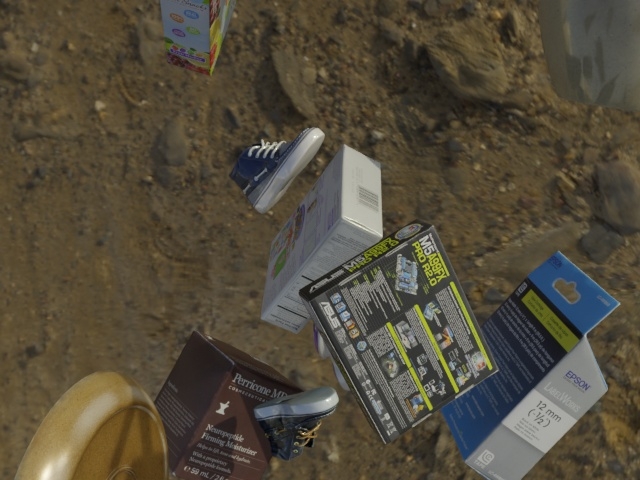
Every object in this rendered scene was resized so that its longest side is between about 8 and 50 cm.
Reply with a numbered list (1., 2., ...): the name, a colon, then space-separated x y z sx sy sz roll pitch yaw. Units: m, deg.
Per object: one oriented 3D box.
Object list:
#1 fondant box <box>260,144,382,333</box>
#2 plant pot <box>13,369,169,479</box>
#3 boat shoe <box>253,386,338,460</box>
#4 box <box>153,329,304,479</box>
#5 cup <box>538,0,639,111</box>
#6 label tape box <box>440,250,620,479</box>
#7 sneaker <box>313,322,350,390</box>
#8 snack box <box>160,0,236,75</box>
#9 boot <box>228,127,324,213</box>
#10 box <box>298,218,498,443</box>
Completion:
1. fondant box: 0.000 0.000 1.468 0.330 0.096 0.238 -50 23 36
2. plant pot: -0.187 0.233 0.615 0.032 0.236 0.236 4 88 14
3. boat shoe: -0.023 0.261 1.010 0.183 0.065 0.083 -26 86 53
4. box: -0.171 0.295 1.221 0.167 0.168 0.203 23 83 55
5. cup: 0.541 -0.364 1.287 0.331 0.331 0.237 17 110 25
6. label tape box: 0.360 0.211 1.214 0.115 0.249 0.347 38 101 -16
7. sneaker: 0.078 0.220 1.533 0.152 0.305 0.114 -10 53 16
8. snack box: -0.145 -0.341 0.907 0.070 0.207 0.174 16 72 -5
9. boot: -0.072 -0.122 1.058 0.086 0.069 0.190 46 133 3
10. box: 0.122 0.137 1.068 0.216 0.060 0.270 -32 109 -11
